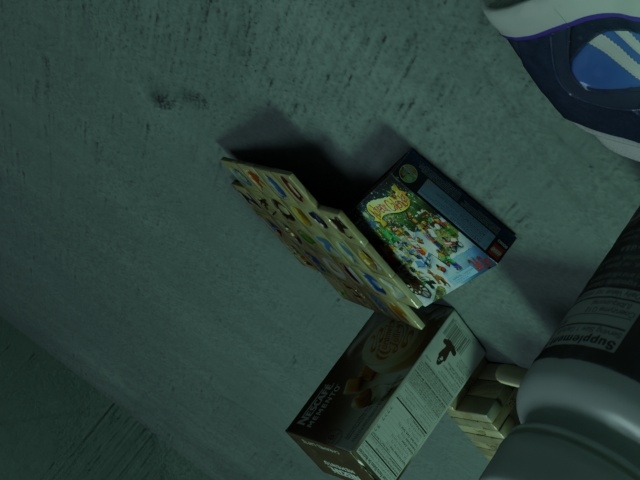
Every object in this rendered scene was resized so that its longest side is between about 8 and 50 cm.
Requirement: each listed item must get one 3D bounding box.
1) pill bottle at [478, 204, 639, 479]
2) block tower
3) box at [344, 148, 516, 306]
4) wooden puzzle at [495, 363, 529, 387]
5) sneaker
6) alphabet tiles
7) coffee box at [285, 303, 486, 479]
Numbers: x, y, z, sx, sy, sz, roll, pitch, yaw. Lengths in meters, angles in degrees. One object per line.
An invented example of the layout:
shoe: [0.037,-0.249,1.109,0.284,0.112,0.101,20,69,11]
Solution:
pill bottle: [0.299,0.117,1.130,0.204,0.361,0.204,32,157,15]
block tower: [0.306,0.302,1.839,0.335,0.091,0.097,48,155,-23]
box: [0.118,-0.009,1.580,0.159,0.044,0.233,39,158,-3]
wooden puzzle: [0.350,0.207,1.526,0.239,0.044,0.221,24,170,-40]
sneaker: [0.295,-0.146,0.967,0.236,0.130,0.323,40,155,-30]
alphabet tiles: [0.000,0.000,1.742,0.285,0.011,0.342,49,167,-24]
coffee box: [0.089,0.203,1.768,0.141,0.246,0.098,8,143,52]
